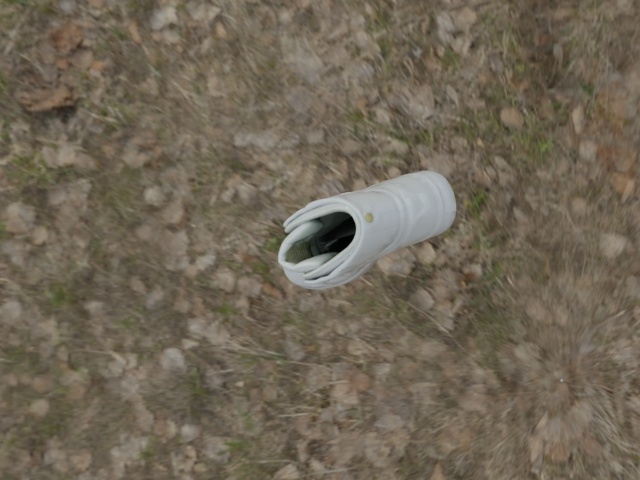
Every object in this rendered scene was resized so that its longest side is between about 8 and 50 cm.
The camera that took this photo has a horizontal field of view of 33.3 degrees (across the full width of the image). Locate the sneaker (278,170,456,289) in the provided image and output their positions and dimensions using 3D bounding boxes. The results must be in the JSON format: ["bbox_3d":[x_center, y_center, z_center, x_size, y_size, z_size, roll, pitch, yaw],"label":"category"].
[{"bbox_3d":[0.000,0.000,1.233,0.292,0.169,0.108,-30,79,51],"label":"sneaker"}]
